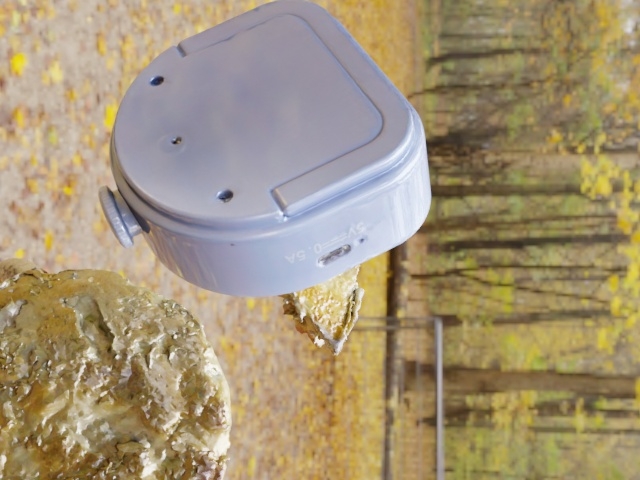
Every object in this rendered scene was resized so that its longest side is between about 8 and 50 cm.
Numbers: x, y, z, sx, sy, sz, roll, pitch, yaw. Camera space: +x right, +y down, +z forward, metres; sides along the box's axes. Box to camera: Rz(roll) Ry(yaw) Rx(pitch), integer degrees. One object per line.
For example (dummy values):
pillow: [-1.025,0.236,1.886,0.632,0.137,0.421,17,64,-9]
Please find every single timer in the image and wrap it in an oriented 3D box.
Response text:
timer: [-0.083,-0.097,1.219,0.173,0.395,0.394,74,18,-51]

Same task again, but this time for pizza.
pizza: [0.000,0.000,1.388,0.287,0.251,0.074,54,-31,6]

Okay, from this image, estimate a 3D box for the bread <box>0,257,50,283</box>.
bread: [-0.317,0.064,1.125,0.214,0.053,0.073,26,-50,52]

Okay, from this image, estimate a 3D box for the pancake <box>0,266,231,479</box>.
pancake: [-0.259,0.177,0.966,0.065,0.356,0.356,106,-10,-63]
